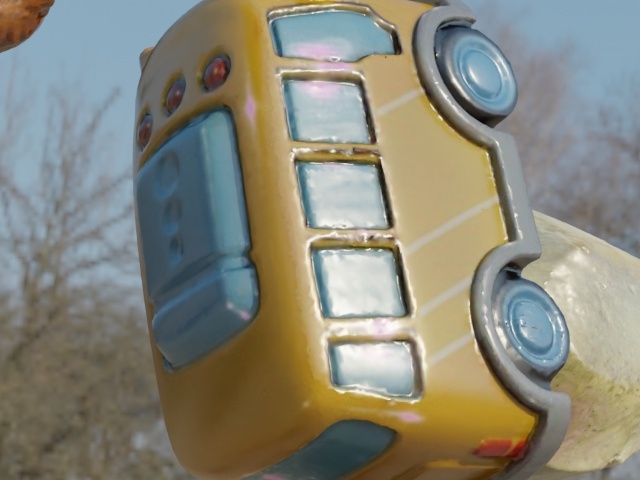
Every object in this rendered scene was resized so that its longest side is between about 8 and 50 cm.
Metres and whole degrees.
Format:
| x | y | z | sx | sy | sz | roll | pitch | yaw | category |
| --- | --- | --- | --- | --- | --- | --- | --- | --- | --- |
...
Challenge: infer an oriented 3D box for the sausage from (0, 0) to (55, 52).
| x | y | z | sx | sy | sz | roll | pitch | yaw | category |
| --- | --- | --- | --- | --- | --- | --- | --- | --- | --- |
| -0.281 | -0.170 | 0.963 | 0.348 | 0.094 | 0.097 | 16 | -43 | 45 | sausage |

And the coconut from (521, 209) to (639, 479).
| x | y | z | sx | sy | sz | roll | pitch | yaw | category |
| --- | --- | --- | --- | --- | --- | --- | --- | --- | --- |
| 0.176 | 0.090 | 1.377 | 0.259 | 0.259 | 0.259 | 6 | -14 | 1 | coconut |

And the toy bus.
| x | y | z | sx | sy | sz | roll | pitch | yaw | category |
| --- | --- | --- | --- | --- | --- | --- | --- | --- | --- |
| 0.000 | 0.000 | 0.620 | 0.136 | 0.209 | 0.126 | 7 | -27 | -37 | toy bus |
